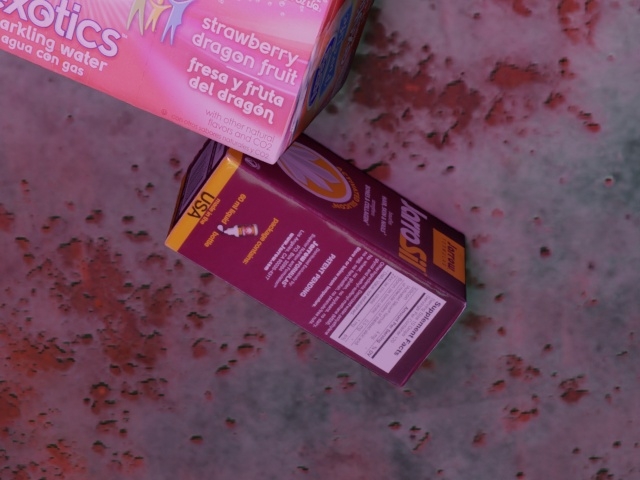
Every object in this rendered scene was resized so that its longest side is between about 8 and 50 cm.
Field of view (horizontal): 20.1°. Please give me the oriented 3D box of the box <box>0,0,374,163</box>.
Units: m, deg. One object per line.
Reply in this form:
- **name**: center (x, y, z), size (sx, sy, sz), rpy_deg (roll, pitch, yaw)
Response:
- **box**: center (-0.119, -0.183, 1.053), size (0.300, 0.154, 0.142), rpy_deg (24, 118, 7)

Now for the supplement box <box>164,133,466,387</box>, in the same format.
- **supplement box**: center (0.000, 0.000, 1.198), size (0.188, 0.104, 0.081), rpy_deg (31, 115, -13)
